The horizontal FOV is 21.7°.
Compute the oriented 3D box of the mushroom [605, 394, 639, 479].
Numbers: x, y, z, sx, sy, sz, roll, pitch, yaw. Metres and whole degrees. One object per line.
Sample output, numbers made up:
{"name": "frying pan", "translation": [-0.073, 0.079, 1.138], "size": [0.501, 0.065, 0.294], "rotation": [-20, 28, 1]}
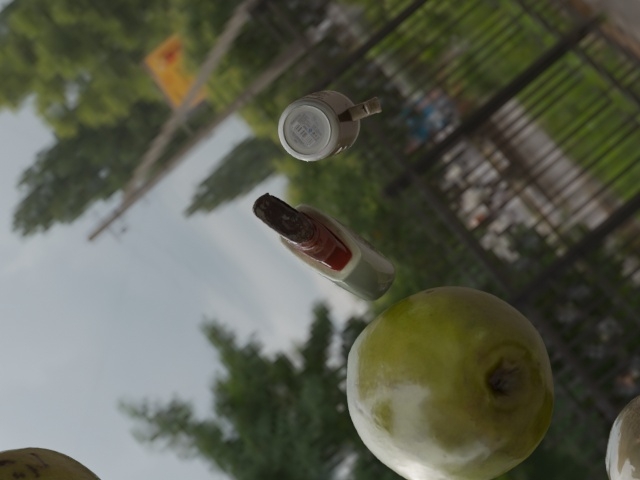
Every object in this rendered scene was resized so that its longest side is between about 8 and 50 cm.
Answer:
{"name": "mushroom", "translation": [0.512, 0.345, 2.228], "size": [0.297, 0.290, 0.297], "rotation": [14, -175, -1]}

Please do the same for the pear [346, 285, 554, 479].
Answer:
{"name": "pear", "translation": [0.155, 0.183, 2.093], "size": [0.253, 0.253, 0.307], "rotation": [49, 152, -19]}

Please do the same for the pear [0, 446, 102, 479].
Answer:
{"name": "pear", "translation": [-0.385, 0.409, 2.126], "size": [0.304, 0.304, 0.304], "rotation": [50, -176, -5]}

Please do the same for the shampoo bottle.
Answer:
{"name": "shampoo bottle", "translation": [0.000, 0.000, 2.054], "size": [0.153, 0.071, 0.284], "rotation": [39, -179, 18]}

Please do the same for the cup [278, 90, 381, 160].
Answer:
{"name": "cup", "translation": [0.012, -0.125, 1.853], "size": [0.102, 0.074, 0.099], "rotation": [8, -168, 15]}
